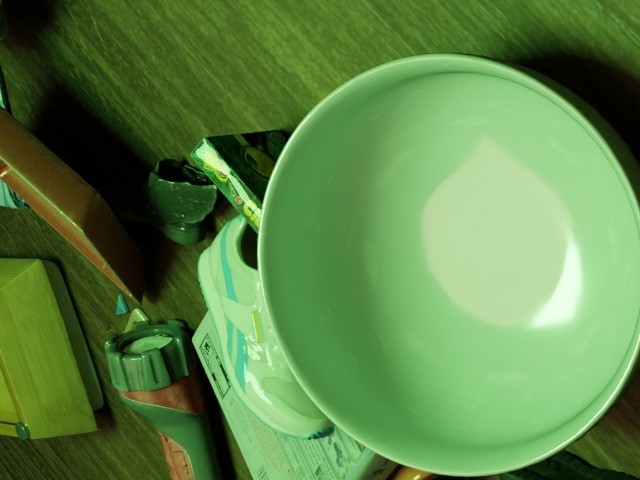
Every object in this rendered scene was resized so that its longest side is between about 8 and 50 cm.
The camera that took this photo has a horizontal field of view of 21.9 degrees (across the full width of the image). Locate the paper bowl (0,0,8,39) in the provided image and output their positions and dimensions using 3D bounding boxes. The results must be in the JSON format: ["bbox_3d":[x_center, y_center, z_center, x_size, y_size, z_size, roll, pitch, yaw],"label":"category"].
[{"bbox_3d":[-0.433,-0.321,1.752,0.148,0.284,0.284,-35,83,9],"label":"paper bowl"}]

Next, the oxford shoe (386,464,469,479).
[{"bbox_3d":[0.067,0.262,1.675,0.271,0.097,0.098,-60,45,43],"label":"oxford shoe"}]

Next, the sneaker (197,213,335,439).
[{"bbox_3d":[-0.043,0.078,1.530,0.092,0.087,0.229,-53,56,46],"label":"sneaker"}]

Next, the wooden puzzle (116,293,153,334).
[{"bbox_3d":[-0.206,0.124,1.939,0.116,0.014,0.078,44,138,21],"label":"wooden puzzle"}]

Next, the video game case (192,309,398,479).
[{"bbox_3d":[-0.018,0.137,1.640,0.269,0.061,0.244,63,144,26],"label":"video game case"}]

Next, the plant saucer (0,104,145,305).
[{"bbox_3d":[-0.298,-0.060,1.812,0.259,0.048,0.258,41,171,19],"label":"plant saucer"}]

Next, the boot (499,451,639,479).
[{"bbox_3d":[0.247,0.276,1.491,0.198,0.077,0.137,30,138,51],"label":"boot"}]

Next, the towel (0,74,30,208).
[{"bbox_3d":[-0.449,-0.177,2.013,0.209,0.034,0.285,11,120,45],"label":"towel"}]

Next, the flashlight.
[{"bbox_3d":[-0.167,0.245,1.897,0.103,0.103,0.304,10,119,43],"label":"flashlight"}]

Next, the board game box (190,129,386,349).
[{"bbox_3d":[0.000,0.000,1.541,0.260,0.136,0.030,49,118,15],"label":"board game box"}]

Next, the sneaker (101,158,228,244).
[{"bbox_3d":[-0.166,-0.054,1.762,0.170,0.051,0.089,25,129,31],"label":"sneaker"}]

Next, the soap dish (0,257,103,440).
[{"bbox_3d":[-0.418,0.138,2.099,0.291,0.118,0.229,0,112,47],"label":"soap dish"}]

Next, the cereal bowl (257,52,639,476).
[{"bbox_3d":[0.126,0.014,1.361,0.339,0.141,0.339,4,99,25],"label":"cereal bowl"}]
